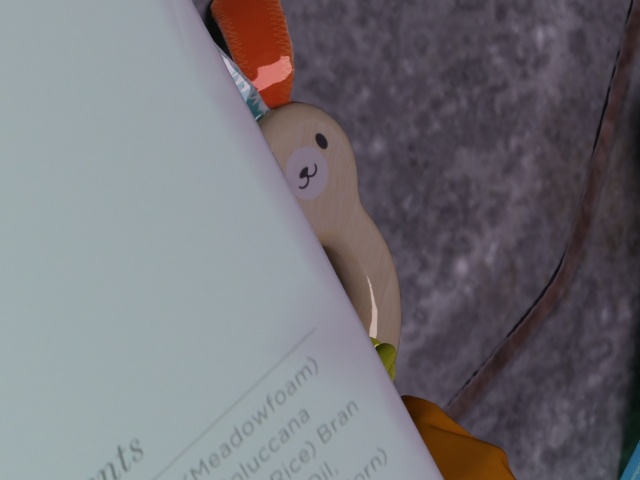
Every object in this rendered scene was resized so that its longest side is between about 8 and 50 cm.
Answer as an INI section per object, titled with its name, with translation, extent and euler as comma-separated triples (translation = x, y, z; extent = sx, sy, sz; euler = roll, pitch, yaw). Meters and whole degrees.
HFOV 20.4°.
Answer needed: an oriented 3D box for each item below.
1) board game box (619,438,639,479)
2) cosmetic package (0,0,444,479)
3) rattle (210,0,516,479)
[board game box]
translation = 0.263, 0.065, 0.904
extent = 0.211, 0.039, 0.160
euler = 5, 114, -40
[cosmetic package]
translation = -0.126, 0.029, 0.508
extent = 0.161, 0.230, 0.453
euler = -42, 115, -32
[rattle]
translation = 0.000, 0.000, 0.672
extent = 0.130, 0.143, 0.200
euler = 3, 94, -21
